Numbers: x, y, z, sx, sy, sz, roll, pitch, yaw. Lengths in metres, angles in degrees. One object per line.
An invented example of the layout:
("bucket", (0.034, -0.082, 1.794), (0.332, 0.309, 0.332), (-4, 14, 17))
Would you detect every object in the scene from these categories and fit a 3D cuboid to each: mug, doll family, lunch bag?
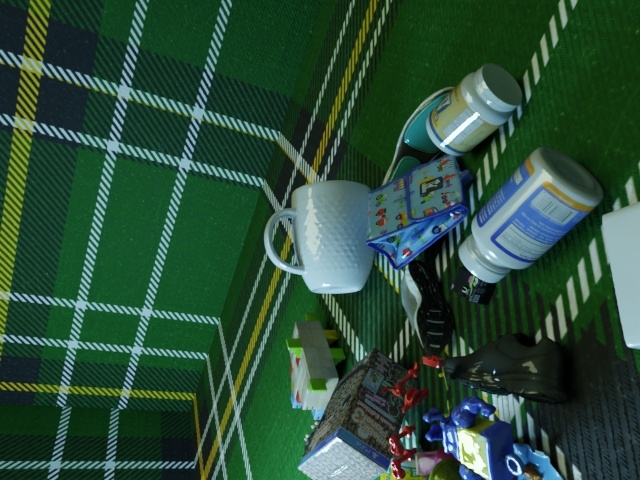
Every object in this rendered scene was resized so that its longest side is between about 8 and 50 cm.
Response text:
("mug", (0.000, 0.000, 1.593), (0.276, 0.375, 0.327), (146, 124, -64))
("doll family", (-0.006, 0.685, 1.649), (0.111, 0.076, 0.192), (-79, 9, -58))
("lunch bag", (0.276, -0.093, 1.298), (0.293, 0.138, 0.220), (-33, 31, 31))

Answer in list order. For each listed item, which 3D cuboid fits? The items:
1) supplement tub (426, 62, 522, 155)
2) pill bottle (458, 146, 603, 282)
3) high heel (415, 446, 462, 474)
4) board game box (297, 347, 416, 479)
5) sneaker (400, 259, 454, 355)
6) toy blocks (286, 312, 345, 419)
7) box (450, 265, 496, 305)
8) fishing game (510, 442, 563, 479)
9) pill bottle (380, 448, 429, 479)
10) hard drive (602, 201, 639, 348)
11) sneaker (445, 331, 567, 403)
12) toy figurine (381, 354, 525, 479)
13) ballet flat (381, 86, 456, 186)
("supplement tub", (0.370, -0.315, 1.190), (0.200, 0.145, 0.144), (-44, 41, 52))
("pill bottle", (0.404, -0.039, 0.980), (0.272, 0.153, 0.152), (-57, 31, 40))
("high heel", (0.287, 0.587, 1.081), (0.117, 0.082, 0.243), (-14, 70, 28))
("board game box", (0.100, 0.471, 1.274), (0.232, 0.141, 0.291), (-56, -1, 41))
("sneaker", (0.267, 0.182, 1.270), (0.108, 0.101, 0.271), (112, 162, -44))
("toy blocks", (-0.039, 0.477, 1.728), (0.381, 0.191, 0.260), (-113, 30, -58))
("box", (0.356, 0.105, 1.142), (0.083, 0.052, 0.062), (43, 117, 64))
("fishing game", (0.385, 0.482, 0.922), (0.264, 0.041, 0.189), (-169, 88, -66))
("pill bottle", (0.197, 0.622, 1.177), (0.118, 0.118, 0.208), (-14, 67, 64))
("hard drive", (0.587, 0.013, 0.679), (0.353, 0.047, 0.232), (-33, 50, 57))
("sneaker", (0.374, 0.252, 1.001), (0.286, 0.109, 0.130), (-13, 58, 57))
("toy figurine", (0.274, 0.420, 0.920), (0.217, 0.191, 0.362), (3, 104, 52))
("ballet flat", (0.280, -0.272, 1.419), (0.139, 0.139, 0.400), (-109, 38, -50))
